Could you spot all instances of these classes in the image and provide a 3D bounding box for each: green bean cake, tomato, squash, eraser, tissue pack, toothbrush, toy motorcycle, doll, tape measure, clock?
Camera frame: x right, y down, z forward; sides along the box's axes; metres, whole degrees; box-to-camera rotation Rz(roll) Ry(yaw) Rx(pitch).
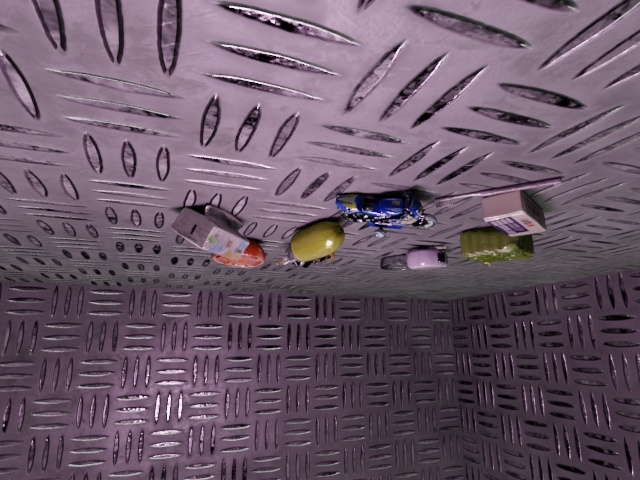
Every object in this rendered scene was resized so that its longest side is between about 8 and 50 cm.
[{"bbox_3d":[0.715,0.018,1.661,0.222,0.125,0.248,13,160,-41],"label":"green bean cake"},{"bbox_3d":[-0.355,0.047,1.803,0.237,0.095,0.237,3,163,1],"label":"tomato"},{"bbox_3d":[0.000,0.000,1.557,0.132,0.132,0.247,9,163,-33],"label":"squash"},{"bbox_3d":[0.641,-0.083,1.356,0.124,0.081,0.279,-13,161,39],"label":"eraser"},{"bbox_3d":[-0.365,-0.040,1.432,0.159,0.145,0.229,29,177,24],"label":"tissue pack"},{"bbox_3d":[0.521,-0.140,1.233,0.354,0.029,0.024,-9,177,27],"label":"toothbrush"},{"bbox_3d":[0.205,-0.091,1.272,0.315,0.113,0.169,6,156,9],"label":"toy motorcycle"},{"bbox_3d":[-0.055,0.075,1.901,0.145,0.103,0.316,7,-178,41],"label":"doll"},{"bbox_3d":[0.509,0.082,1.967,0.196,0.105,0.178,-3,173,15],"label":"tape measure"},{"bbox_3d":[0.432,0.120,2.205,0.226,0.049,0.226,-1,165,0],"label":"clock"}]

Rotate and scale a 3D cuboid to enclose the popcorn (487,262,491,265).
[{"bbox_3d":[0.806,0.066,1.941,0.109,0.089,0.097,1,155,7],"label":"popcorn"}]
